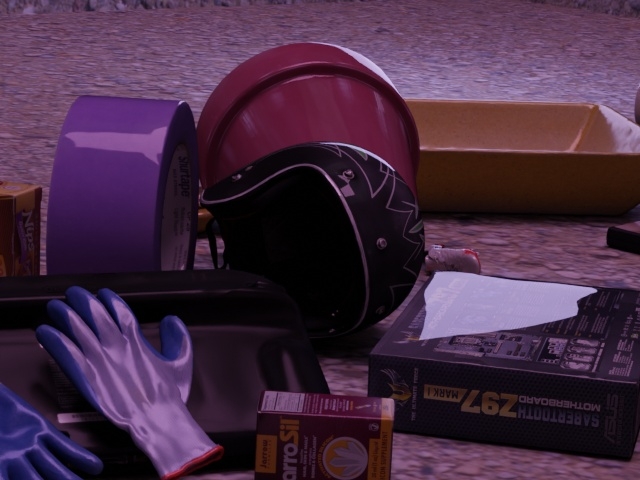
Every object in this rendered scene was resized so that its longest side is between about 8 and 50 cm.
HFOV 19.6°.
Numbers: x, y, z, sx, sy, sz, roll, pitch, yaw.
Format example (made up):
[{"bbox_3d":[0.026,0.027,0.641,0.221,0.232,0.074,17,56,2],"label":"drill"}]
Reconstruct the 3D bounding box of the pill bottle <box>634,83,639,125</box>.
[{"bbox_3d":[0.490,-0.123,2.019,0.181,0.181,0.323,-4,15,-28],"label":"pill bottle"}]

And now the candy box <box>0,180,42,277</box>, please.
[{"bbox_3d":[-0.314,0.002,1.469,0.187,0.109,0.053,6,13,16],"label":"candy box"}]

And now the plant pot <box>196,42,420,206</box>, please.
[{"bbox_3d":[0.002,-0.048,1.621,0.201,0.201,0.180,-1,29,-15],"label":"plant pot"}]

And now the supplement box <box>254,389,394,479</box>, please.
[{"bbox_3d":[0.003,0.125,1.132,0.083,0.055,0.043,3,13,2],"label":"supplement box"}]

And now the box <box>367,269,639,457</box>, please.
[{"bbox_3d":[0.146,0.083,1.331,0.183,0.059,0.233,6,14,13],"label":"box"}]

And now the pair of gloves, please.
[{"bbox_3d":[-0.152,0.096,1.110,0.198,0.023,0.159,-20,55,-34],"label":"pair of gloves"}]

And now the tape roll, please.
[{"bbox_3d":[-0.146,-0.014,1.400,0.080,0.189,0.189,4,13,5],"label":"tape roll"}]

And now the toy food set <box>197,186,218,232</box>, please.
[{"bbox_3d":[-0.135,-0.030,1.821,0.192,0.038,0.132,-2,6,3],"label":"toy food set"}]

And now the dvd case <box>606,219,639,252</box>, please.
[{"bbox_3d":[0.430,0.008,1.795,0.253,0.022,0.180,15,18,42],"label":"dvd case"}]

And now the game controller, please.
[{"bbox_3d":[-0.152,0.086,1.188,0.319,0.067,0.166,-2,48,-19],"label":"game controller"}]

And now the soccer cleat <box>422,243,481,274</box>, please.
[{"bbox_3d":[0.114,0.020,1.669,0.036,0.029,0.083,-14,16,-26],"label":"soccer cleat"}]

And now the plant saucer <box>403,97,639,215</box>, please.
[{"bbox_3d":[0.194,-0.092,2.043,0.333,0.081,0.333,0,13,-7],"label":"plant saucer"}]

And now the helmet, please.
[{"bbox_3d":[0.000,0.000,1.434,0.161,0.169,0.169,-13,12,6],"label":"helmet"}]
